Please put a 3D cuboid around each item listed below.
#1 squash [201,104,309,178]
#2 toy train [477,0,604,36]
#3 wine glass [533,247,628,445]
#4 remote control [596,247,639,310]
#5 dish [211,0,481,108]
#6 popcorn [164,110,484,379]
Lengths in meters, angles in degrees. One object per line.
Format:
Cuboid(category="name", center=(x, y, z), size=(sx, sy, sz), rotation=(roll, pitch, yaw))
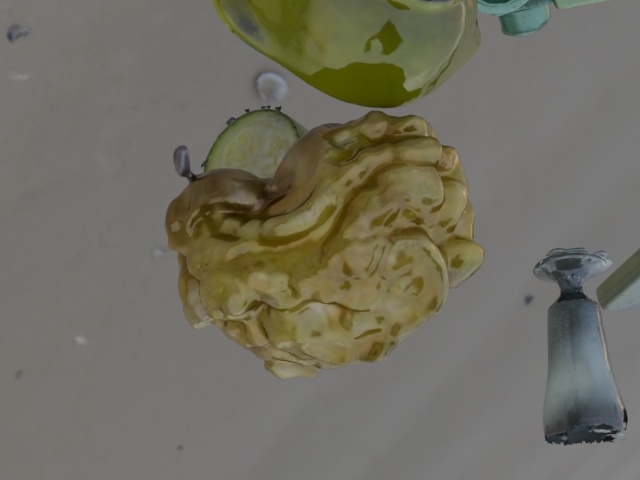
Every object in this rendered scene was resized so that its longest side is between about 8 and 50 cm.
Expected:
Cuboid(category="squash", center=(-0.041, -0.070, 1.545), size=(0.189, 0.189, 0.260), rotation=(-51, 144, 4))
Cuboid(category="toy train", center=(0.230, -0.407, 1.052), size=(0.253, 0.160, 0.397), rotation=(-8, 122, 20))
Cuboid(category="wine glass", center=(0.215, 0.088, 0.864), size=(0.072, 0.155, 0.072), rotation=(1, 157, 0))
Cuboid(category="remote control", center=(0.383, 0.022, 1.133), size=(0.098, 0.038, 0.233), rotation=(-10, 160, -11))
Cuboid(category="dish", center=(0.029, -0.164, 0.622), size=(0.207, 0.149, 0.080), rotation=(11, 153, -27))
Cuboid(category="popcorn", center=(0.005, 0.014, 0.652), size=(0.194, 0.140, 0.163), rotation=(-16, 131, 4))
